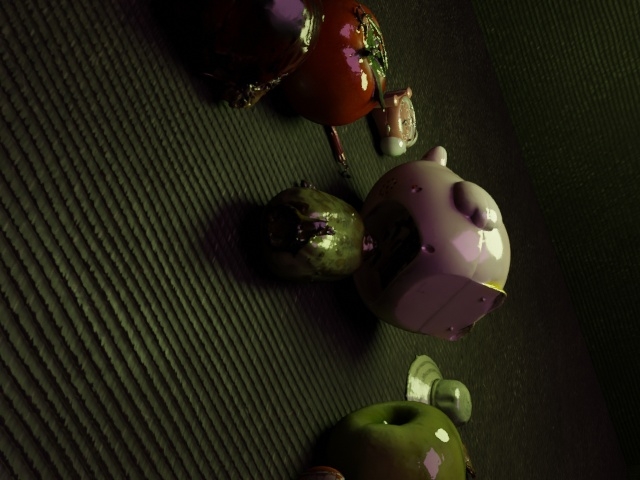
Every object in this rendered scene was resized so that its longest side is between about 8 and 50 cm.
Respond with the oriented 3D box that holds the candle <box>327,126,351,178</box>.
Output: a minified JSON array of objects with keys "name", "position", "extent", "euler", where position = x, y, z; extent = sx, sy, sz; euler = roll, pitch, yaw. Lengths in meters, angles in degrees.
[{"name":"candle","position":[0.035,-0.219,1.499],"extent":[0.026,0.021,0.168],"euler":[-44,116,-79]}]

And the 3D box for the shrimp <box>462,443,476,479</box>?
[{"name":"shrimp","position":[0.370,0.583,1.708],"extent":[0.127,0.025,0.091],"euler":[57,35,-21]}]

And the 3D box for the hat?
[{"name":"hat","position":[0.308,0.394,1.603],"extent":[0.252,0.109,0.252],"euler":[29,54,-51]}]

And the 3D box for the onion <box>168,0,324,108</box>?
[{"name":"onion","position":[-0.129,-0.387,1.118],"extent":[0.281,0.281,0.221],"euler":[44,0,-42]}]

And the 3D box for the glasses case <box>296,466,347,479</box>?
[{"name":"glasses case","position":[-0.012,0.490,1.035],"extent":[0.067,0.103,0.267],"euler":[44,41,-39]}]

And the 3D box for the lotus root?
[{"name":"lotus root","position":[0.000,0.000,1.220],"extent":[0.309,0.173,0.173],"euler":[15,64,-57]}]

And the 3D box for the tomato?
[{"name":"tomato","position":[0.026,-0.361,1.343],"extent":[0.255,0.224,0.256],"euler":[32,53,-55]}]

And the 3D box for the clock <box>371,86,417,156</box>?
[{"name":"clock","position":[0.192,-0.306,1.741],"extent":[0.166,0.092,0.162],"euler":[-41,122,-57]}]

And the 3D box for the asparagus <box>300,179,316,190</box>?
[{"name":"asparagus","position":[0.000,-0.058,1.363],"extent":[0.036,0.030,0.165],"euler":[-44,120,-29]}]

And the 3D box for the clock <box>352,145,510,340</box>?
[{"name":"clock","position":[0.208,-0.005,1.416],"extent":[0.250,0.368,0.377],"euler":[17,41,-26]}]

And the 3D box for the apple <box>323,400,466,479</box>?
[{"name":"apple","position":[0.143,0.424,1.207],"extent":[0.279,0.279,0.279],"euler":[31,52,-50]}]
